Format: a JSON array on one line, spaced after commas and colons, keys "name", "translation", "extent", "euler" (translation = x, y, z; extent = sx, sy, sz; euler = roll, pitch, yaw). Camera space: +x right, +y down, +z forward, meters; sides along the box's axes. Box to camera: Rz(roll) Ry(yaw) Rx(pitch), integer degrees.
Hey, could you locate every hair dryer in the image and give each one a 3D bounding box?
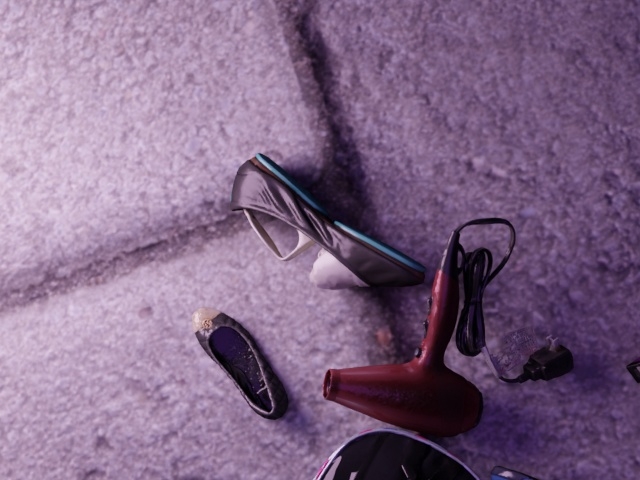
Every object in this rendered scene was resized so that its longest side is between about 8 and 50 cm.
[{"name": "hair dryer", "translation": [0.135, 0.123, 1.388], "extent": [0.294, 0.080, 0.223], "euler": [-29, 95, -10]}]

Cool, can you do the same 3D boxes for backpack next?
[{"name": "backpack", "translation": [0.074, 0.348, 1.315], "extent": [0.225, 0.191, 0.253], "euler": [26, 78, 13]}]

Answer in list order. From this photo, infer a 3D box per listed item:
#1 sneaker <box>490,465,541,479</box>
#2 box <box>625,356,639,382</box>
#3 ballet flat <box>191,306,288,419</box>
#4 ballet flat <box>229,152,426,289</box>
[{"name": "sneaker", "translation": [0.283, 0.336, 1.354], "extent": [0.209, 0.069, 0.082], "euler": [28, 89, 11]}, {"name": "box", "translation": [0.434, 0.108, 1.347], "extent": [0.162, 0.116, 0.029], "euler": [-36, 79, 1]}, {"name": "ballet flat", "translation": [-0.099, 0.148, 1.448], "extent": [0.057, 0.049, 0.173], "euler": [-41, 77, -1]}, {"name": "ballet flat", "translation": [0.000, 0.000, 1.446], "extent": [0.280, 0.095, 0.096], "euler": [36, 96, 22]}]
